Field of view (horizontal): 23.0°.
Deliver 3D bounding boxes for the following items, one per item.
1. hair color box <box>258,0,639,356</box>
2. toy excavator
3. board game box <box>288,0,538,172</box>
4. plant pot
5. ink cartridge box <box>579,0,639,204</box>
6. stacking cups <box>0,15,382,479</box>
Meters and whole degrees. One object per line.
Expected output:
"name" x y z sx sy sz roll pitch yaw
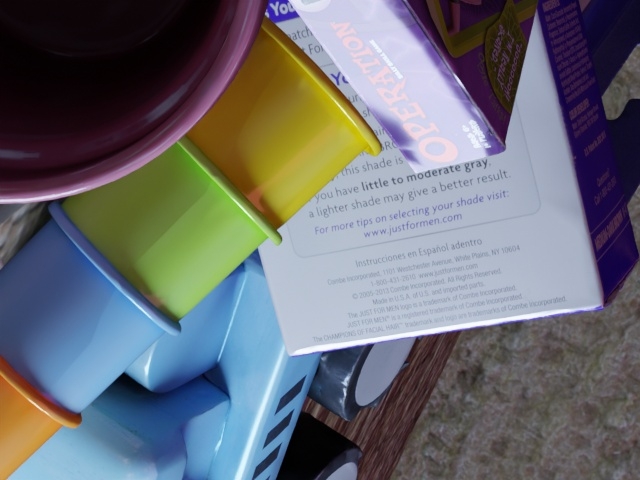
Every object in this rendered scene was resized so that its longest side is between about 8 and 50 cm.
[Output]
"hair color box" 0.037 -0.122 0.839 0.110 0.185 0.339 -37 114 -64
"toy excavator" -0.130 0.066 0.955 0.445 0.222 0.433 -27 142 -53
"board game box" 0.040 -0.222 0.641 0.208 0.056 0.347 47 43 -32
"plant pot" -0.113 -0.127 0.651 0.180 0.201 0.201 -74 -172 -77
"ink cartridge box" 0.113 -0.190 1.025 0.324 0.330 0.071 -53 174 -38
"stacking cups" -0.119 0.028 0.722 0.316 0.096 0.096 -42 166 0
